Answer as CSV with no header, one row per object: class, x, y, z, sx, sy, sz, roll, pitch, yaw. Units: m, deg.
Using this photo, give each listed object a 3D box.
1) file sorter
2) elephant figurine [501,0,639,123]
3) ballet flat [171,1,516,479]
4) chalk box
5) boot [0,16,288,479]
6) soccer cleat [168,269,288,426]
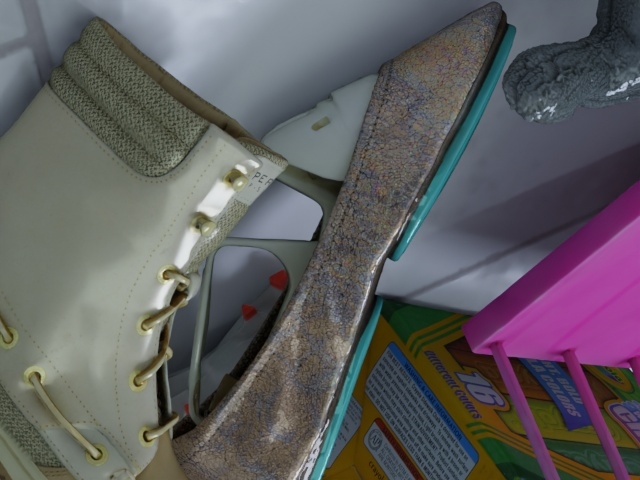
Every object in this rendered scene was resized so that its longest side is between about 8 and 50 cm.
file sorter,0.275,0.082,0.981,0.291,0.182,0.202,8,140,-42
elephant figurine,0.219,-0.144,0.898,0.169,0.186,0.239,-26,150,38
ballet flat,0.000,0.000,0.903,0.106,0.107,0.316,24,88,-1
chalk box,0.140,0.175,1.109,0.289,0.180,0.179,10,120,-41
boot,-0.079,0.041,0.828,0.203,0.262,0.095,-46,180,4
soccer cleat,-0.064,0.097,0.987,0.196,0.068,0.076,-37,141,-6
